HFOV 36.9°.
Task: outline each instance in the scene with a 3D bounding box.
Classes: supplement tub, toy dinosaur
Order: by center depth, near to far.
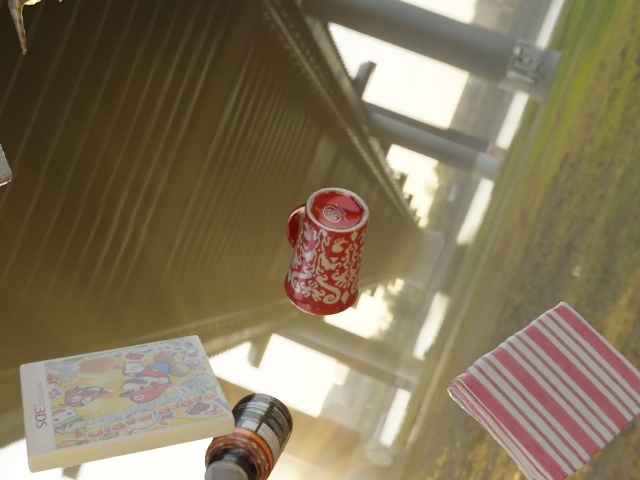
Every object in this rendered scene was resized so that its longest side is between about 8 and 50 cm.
[{"bbox_3d":[-0.382,-0.323,1.232,0.064,0.112,0.211,-55,11,26],"label":"toy dinosaur"},{"bbox_3d":[-0.115,0.320,1.472,0.198,0.106,0.106,-51,-19,-68],"label":"supplement tub"}]

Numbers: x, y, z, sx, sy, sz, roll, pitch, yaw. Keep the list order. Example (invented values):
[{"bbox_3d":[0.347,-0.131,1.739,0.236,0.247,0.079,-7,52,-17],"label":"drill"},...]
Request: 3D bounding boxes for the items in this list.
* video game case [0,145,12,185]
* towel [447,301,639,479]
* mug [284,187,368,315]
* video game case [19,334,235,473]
[{"bbox_3d":[-0.235,-0.084,0.483,0.019,0.143,0.157,-33,-75,-57],"label":"video game case"},{"bbox_3d":[0.242,0.156,0.986,0.197,0.144,0.029,-28,-24,-33],"label":"towel"},{"bbox_3d":[-0.003,0.007,1.409,0.113,0.150,0.169,-48,-21,-40],"label":"mug"},{"bbox_3d":[-0.235,0.186,1.137,0.206,0.227,0.026,-130,36,-61],"label":"video game case"}]
